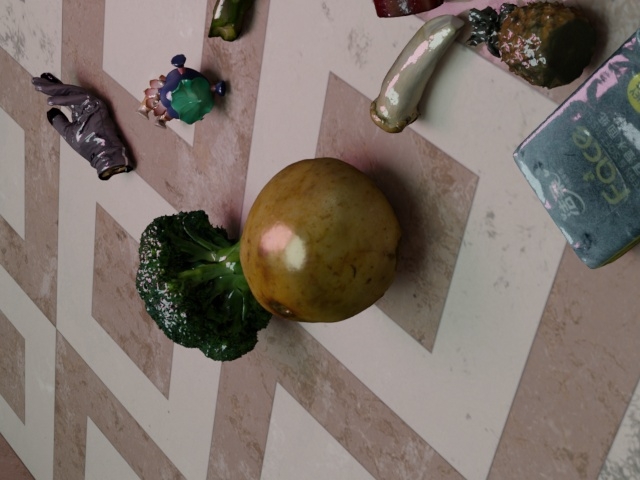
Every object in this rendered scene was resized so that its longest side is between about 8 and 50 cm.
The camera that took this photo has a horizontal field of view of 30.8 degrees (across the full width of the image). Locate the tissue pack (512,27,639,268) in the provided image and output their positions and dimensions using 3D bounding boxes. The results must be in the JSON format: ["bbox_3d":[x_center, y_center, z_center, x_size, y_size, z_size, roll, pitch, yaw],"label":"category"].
[{"bbox_3d":[0.365,-0.107,1.372,0.185,0.081,0.257,59,142,15],"label":"tissue pack"}]

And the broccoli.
[{"bbox_3d":[-0.184,0.053,2.066,0.297,0.297,0.297,-36,75,22],"label":"broccoli"}]

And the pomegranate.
[{"bbox_3d":[0.000,0.000,1.775,0.260,0.260,0.260,27,127,44],"label":"pomegranate"}]

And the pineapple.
[{"bbox_3d":[0.252,-0.256,1.447,0.198,0.108,0.108,38,135,55],"label":"pineapple"}]

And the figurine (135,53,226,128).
[{"bbox_3d":[-0.262,-0.265,2.098,0.195,0.111,0.102,6,72,57],"label":"figurine"}]

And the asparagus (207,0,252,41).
[{"bbox_3d":[-0.137,-0.433,1.886,0.080,0.080,0.287,43,136,33],"label":"asparagus"}]

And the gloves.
[{"bbox_3d":[-0.497,-0.240,2.423,0.285,0.119,0.142,49,130,5],"label":"gloves"}]

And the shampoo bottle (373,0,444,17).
[{"bbox_3d":[0.087,-0.431,1.549,0.102,0.064,0.260,-1,118,35],"label":"shampoo bottle"}]

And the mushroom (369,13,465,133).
[{"bbox_3d":[0.134,-0.236,1.622,0.071,0.084,0.209,38,135,7],"label":"mushroom"}]
